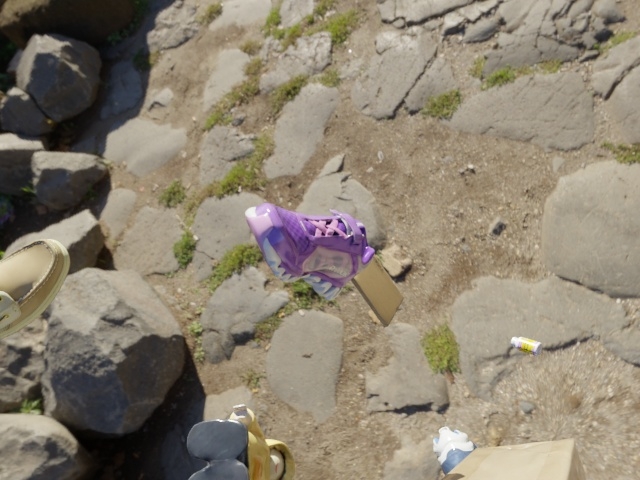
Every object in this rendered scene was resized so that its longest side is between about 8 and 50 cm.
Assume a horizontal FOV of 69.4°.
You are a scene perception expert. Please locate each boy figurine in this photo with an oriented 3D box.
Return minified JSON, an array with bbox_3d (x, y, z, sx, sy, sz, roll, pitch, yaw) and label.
[{"bbox_3d":[-0.106,0.340,0.677,0.092,0.285,0.178,-10,60,6],"label":"boy figurine"}]

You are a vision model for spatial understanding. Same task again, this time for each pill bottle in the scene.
[{"bbox_3d":[0.640,0.327,1.438,0.083,0.043,0.044,11,74,47],"label":"pill bottle"}]

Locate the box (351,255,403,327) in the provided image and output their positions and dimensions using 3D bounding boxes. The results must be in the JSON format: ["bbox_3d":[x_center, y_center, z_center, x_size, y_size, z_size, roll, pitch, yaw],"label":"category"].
[{"bbox_3d":[0.188,0.158,1.517,0.021,0.164,0.201,-27,102,40],"label":"box"}]

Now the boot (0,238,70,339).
[{"bbox_3d":[-0.387,0.057,0.477,0.213,0.165,0.077,-42,72,-13],"label":"boot"}]

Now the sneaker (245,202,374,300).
[{"bbox_3d":[0.000,0.000,0.567,0.104,0.236,0.095,-31,64,14],"label":"sneaker"}]

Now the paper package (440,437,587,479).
[{"bbox_3d":[0.287,0.460,0.598,0.168,0.309,0.325,-20,71,26],"label":"paper package"}]

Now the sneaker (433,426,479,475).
[{"bbox_3d":[0.415,0.638,1.285,0.130,0.323,0.236,-29,48,9],"label":"sneaker"}]
